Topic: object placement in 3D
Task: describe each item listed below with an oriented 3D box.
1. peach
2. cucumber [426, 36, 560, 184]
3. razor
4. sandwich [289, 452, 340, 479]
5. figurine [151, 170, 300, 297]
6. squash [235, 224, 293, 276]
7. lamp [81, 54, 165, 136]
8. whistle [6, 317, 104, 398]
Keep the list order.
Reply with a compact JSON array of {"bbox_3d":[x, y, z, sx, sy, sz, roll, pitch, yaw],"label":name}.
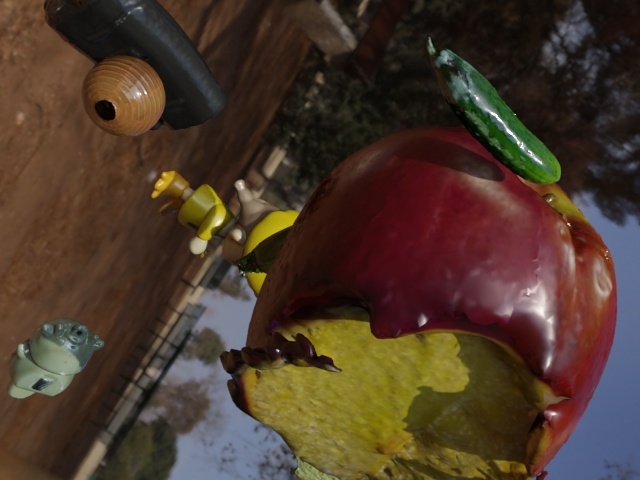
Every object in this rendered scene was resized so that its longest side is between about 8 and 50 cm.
[{"bbox_3d":[0.097,0.099,0.878,0.416,0.339,0.353,-55,-176,19],"label":"peach"},{"bbox_3d":[0.129,-0.094,0.673,0.037,0.155,0.037,-42,-166,13],"label":"cucumber"},{"bbox_3d":[-0.314,-0.328,1.508,0.189,0.327,0.107,-10,-129,32],"label":"razor"},{"bbox_3d":[0.033,0.301,1.449,0.236,0.128,0.122,-63,167,-60],"label":"sandwich"},{"bbox_3d":[-0.151,-0.014,1.631,0.187,0.343,0.215,-60,172,0],"label":"figurine"},{"bbox_3d":[-0.001,0.000,1.323,0.331,0.087,0.087,-21,-155,28],"label":"squash"},{"bbox_3d":[-0.324,-0.237,1.425,0.136,0.136,0.136,-54,-172,11],"label":"lamp"},{"bbox_3d":[-0.421,0.183,1.338,0.244,0.110,0.092,-39,-138,39],"label":"whistle"}]
